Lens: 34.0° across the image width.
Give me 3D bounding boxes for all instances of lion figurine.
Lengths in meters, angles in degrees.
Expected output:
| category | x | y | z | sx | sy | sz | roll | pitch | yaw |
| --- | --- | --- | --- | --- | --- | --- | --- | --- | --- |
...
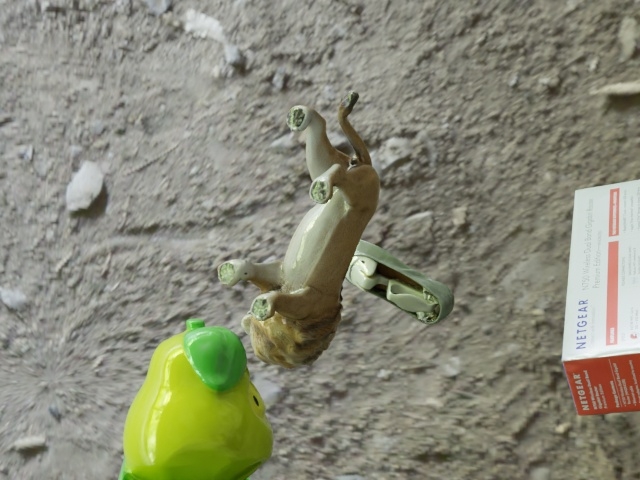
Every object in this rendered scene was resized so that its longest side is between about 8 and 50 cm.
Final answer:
| category | x | y | z | sx | sy | sz | roll | pitch | yaw |
| --- | --- | --- | --- | --- | --- | --- | --- | --- | --- |
| lion figurine | 0.000 | 0.000 | 1.396 | 0.142 | 0.240 | 0.392 | 37 | 101 | 31 |

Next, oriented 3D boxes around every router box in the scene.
| category | x | y | z | sx | sy | sz | roll | pitch | yaw |
| --- | --- | --- | --- | --- | --- | --- | --- | --- | --- |
| router box | 0.432 | 0.038 | 1.159 | 0.301 | 0.335 | 0.082 | -9 | 122 | 23 |

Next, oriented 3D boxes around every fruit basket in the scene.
| category | x | y | z | sx | sy | sz | roll | pitch | yaw |
| --- | --- | --- | --- | --- | --- | --- | --- | --- | --- |
| fruit basket | -0.133 | 0.297 | 1.242 | 0.283 | 0.392 | 0.392 | 32 | 76 | -9 |

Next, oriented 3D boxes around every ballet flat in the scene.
| category | x | y | z | sx | sy | sz | roll | pitch | yaw |
| --- | --- | --- | --- | --- | --- | --- | --- | --- | --- |
| ballet flat | 0.096 | 0.059 | 1.548 | 0.213 | 0.068 | 0.072 | 26 | 120 | 12 |
